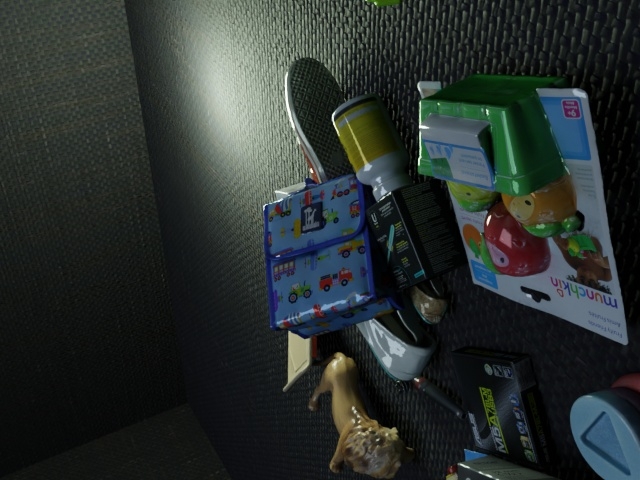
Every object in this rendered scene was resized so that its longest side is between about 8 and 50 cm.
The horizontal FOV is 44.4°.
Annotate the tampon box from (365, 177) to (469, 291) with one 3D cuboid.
[{"bbox_3d":[0.171,-0.009,1.385,0.161,0.101,0.120,69,156,7],"label":"tampon box"}]

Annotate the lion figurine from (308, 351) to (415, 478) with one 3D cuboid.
[{"bbox_3d":[0.070,0.399,1.869,0.392,0.142,0.240,62,152,27],"label":"lion figurine"}]

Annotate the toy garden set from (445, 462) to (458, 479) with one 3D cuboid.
[{"bbox_3d":[0.300,0.570,1.604,0.204,0.049,0.244,61,155,19],"label":"toy garden set"}]

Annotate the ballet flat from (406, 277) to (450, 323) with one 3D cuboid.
[{"bbox_3d":[0.181,0.065,1.487,0.206,0.073,0.067,53,124,31],"label":"ballet flat"}]

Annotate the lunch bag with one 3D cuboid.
[{"bbox_3d":[0.012,0.014,1.501,0.220,0.138,0.293,-20,66,24],"label":"lunch bag"}]

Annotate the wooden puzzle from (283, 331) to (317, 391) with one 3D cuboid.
[{"bbox_3d":[-0.046,0.255,2.029,0.221,0.044,0.239,124,154,-61],"label":"wooden puzzle"}]

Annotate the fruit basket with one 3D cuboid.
[{"bbox_3d":[0.263,-0.046,1.084,0.327,0.165,0.353,26,133,59],"label":"fruit basket"}]

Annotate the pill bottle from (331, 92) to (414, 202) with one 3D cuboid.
[{"bbox_3d":[0.099,-0.166,1.425,0.184,0.103,0.103,67,156,12],"label":"pill bottle"}]

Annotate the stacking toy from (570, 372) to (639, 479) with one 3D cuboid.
[{"bbox_3d":[0.443,0.348,1.016,0.279,0.130,0.309,19,124,62],"label":"stacking toy"}]

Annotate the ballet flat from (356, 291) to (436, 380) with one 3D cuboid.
[{"bbox_3d":[0.092,0.097,1.581,0.400,0.139,0.139,51,153,11],"label":"ballet flat"}]

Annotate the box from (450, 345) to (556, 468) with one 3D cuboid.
[{"bbox_3d":[0.313,0.284,1.362,0.184,0.045,0.191,-6,101,64],"label":"box"}]

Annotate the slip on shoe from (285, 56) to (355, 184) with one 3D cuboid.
[{"bbox_3d":[0.004,-0.207,1.599,0.101,0.123,0.331,3,115,69],"label":"slip on shoe"}]

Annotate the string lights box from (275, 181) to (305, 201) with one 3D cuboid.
[{"bbox_3d":[0.000,0.000,1.728,0.076,0.133,0.260,16,121,62],"label":"string lights box"}]

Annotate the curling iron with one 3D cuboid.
[{"bbox_3d":[0.219,0.309,1.602,0.274,0.035,0.068,15,125,63],"label":"curling iron"}]

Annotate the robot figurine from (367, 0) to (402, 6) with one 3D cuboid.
[{"bbox_3d":[0.111,-0.422,1.255,0.115,0.067,0.101,157,114,-67],"label":"robot figurine"}]

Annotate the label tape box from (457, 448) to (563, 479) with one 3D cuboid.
[{"bbox_3d":[0.299,0.503,1.297,0.347,0.115,0.249,173,99,-66],"label":"label tape box"}]
